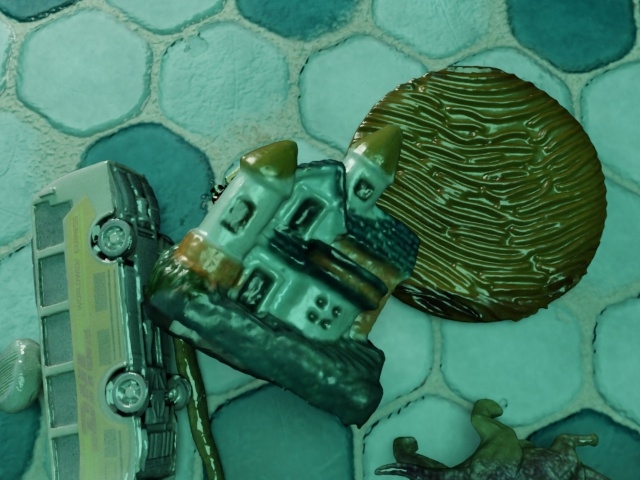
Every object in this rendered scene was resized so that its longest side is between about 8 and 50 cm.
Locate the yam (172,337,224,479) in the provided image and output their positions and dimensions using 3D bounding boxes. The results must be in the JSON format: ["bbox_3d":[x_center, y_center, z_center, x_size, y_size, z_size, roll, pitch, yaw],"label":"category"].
[{"bbox_3d":[-0.133,0.182,0.836,0.029,0.027,0.234,-23,76,26],"label":"yam"}]

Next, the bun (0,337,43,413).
[{"bbox_3d":[-0.322,0.147,0.823,0.045,0.083,0.083,22,72,-38],"label":"bun"}]

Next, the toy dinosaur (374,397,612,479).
[{"bbox_3d":[0.196,0.231,0.761,0.294,0.162,0.077,1,107,-1],"label":"toy dinosaur"}]

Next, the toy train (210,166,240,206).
[{"bbox_3d":[-0.063,-0.023,0.879,0.087,0.050,0.138,-39,80,-13],"label":"toy train"}]

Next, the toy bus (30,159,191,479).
[{"bbox_3d":[-0.226,0.094,0.816,0.138,0.097,0.343,-14,76,17],"label":"toy bus"}]

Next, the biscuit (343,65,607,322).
[{"bbox_3d":[0.180,-0.059,0.898,0.317,0.040,0.318,1,75,-2],"label":"biscuit"}]

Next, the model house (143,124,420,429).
[{"bbox_3d":[0.000,0.000,0.765,0.253,0.184,0.291,32,86,-10],"label":"model house"}]
